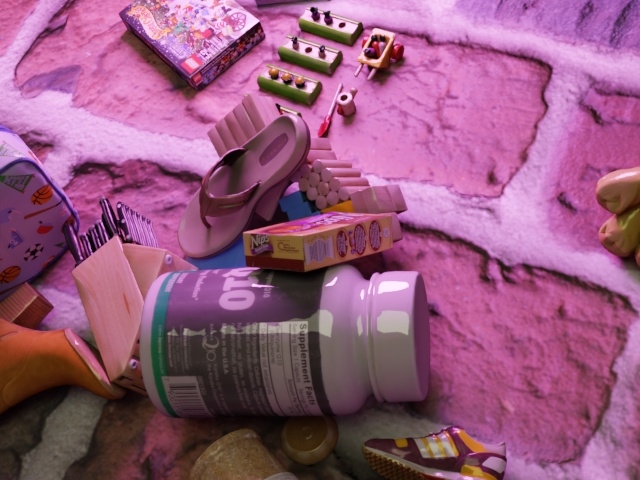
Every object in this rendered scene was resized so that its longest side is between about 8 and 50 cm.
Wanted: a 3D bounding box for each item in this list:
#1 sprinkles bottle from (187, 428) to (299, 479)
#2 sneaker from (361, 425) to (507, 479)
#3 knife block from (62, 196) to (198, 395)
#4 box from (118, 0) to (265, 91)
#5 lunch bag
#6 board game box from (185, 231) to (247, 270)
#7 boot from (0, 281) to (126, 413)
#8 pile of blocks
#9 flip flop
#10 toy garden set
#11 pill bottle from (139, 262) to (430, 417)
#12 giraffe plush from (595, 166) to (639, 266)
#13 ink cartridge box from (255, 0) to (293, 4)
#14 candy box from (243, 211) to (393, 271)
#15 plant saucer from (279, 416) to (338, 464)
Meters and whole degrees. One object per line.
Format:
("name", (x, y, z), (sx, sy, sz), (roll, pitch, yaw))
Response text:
("sprinkles bottle", (-0.019, 0.392, 1.301), (0.121, 0.121, 0.355), (-42, 58, -10))
("sneaker", (0.148, 0.277, 1.360), (0.185, 0.069, 0.084), (14, 56, 16))
("knife block", (-0.317, 0.075, 1.581), (0.242, 0.088, 0.275), (6, 72, 33))
("box", (-0.229, -0.383, 1.855), (0.159, 0.044, 0.233), (-41, 58, -10))
("lunch bag", (-0.506, -0.027, 1.572), (0.243, 0.303, 0.115), (-42, 67, -11))
("board game box", (-0.126, 0.053, 1.579), (0.169, 0.033, 0.133), (6, 64, 19))
("boot", (-0.436, 0.210, 1.545), (0.295, 0.104, 0.211), (36, 80, 35))
("pile of blocks", (-0.011, -0.086, 1.599), (0.362, 0.113, 0.149), (39, 113, 26))
("flip flop", (-0.126, -0.084, 1.545), (0.277, 0.080, 0.112), (-42, 61, 24))
("toy garden set", (0.001, -0.280, 1.728), (0.204, 0.049, 0.244), (23, 69, 26))
("pill bottle", (-0.041, 0.134, 1.407), (0.361, 0.204, 0.204), (-3, 60, 13))
("giraffe plush", (0.492, -0.074, 1.420), (0.181, 0.210, 0.170), (29, 43, 31))
("ink cartridge box", (-0.043, -0.508, 1.878), (0.145, 0.045, 0.179), (-2, 63, 14))
("candy box", (0.000, 0.000, 1.409), (0.109, 0.187, 0.053), (4, 103, 42))
("plant saucer", (-0.017, 0.265, 1.437), (0.083, 0.015, 0.083), (-7, 59, 11))
